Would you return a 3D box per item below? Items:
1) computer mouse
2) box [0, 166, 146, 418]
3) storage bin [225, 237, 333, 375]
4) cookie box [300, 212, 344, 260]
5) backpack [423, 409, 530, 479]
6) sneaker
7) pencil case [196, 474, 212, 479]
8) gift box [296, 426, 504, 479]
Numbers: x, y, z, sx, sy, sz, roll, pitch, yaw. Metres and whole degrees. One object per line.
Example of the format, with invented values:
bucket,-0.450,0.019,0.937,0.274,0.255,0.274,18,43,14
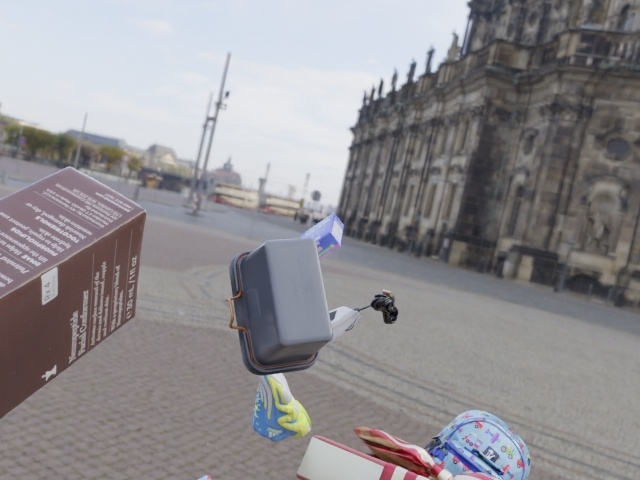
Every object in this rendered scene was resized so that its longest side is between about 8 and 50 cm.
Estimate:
computer mouse,0.032,0.135,1.109,0.193,0.042,0.106,-20,-23,0
box,-0.373,0.083,0.784,0.143,0.191,0.381,29,38,16
storage bin,-0.041,0.061,0.711,0.098,0.135,0.091,-4,-18,-22
cookie box,0.000,0.000,1.433,0.040,0.092,0.107,50,20,-15
backpack,0.235,0.347,1.060,0.158,0.173,0.117,43,-8,15
sneaker,-0.119,0.383,1.617,0.126,0.240,0.091,-28,24,0
pencil case,-0.324,0.570,1.450,0.236,0.104,0.104,-18,9,-12
gift box,0.089,0.357,0.758,0.255,0.258,0.276,16,-17,25
